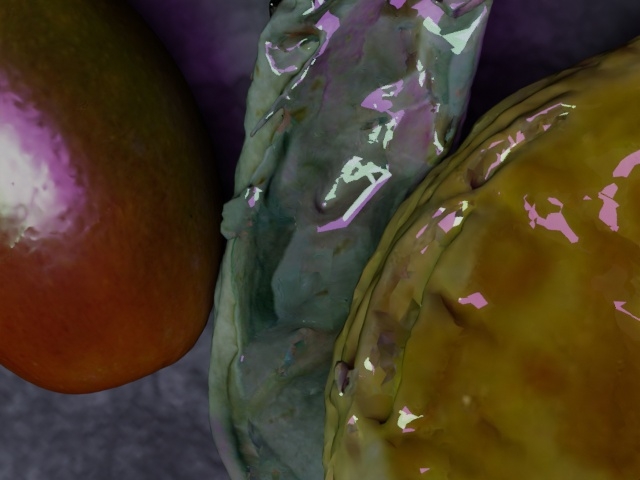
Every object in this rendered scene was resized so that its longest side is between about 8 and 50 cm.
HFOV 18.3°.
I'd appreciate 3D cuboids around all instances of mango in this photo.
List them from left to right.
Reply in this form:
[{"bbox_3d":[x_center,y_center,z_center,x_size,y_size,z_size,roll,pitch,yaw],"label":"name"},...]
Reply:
[{"bbox_3d":[-0.142,-0.066,0.843,0.146,0.129,0.289,-33,95,16],"label":"mango"}]

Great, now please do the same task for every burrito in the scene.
[{"bbox_3d":[0.003,-0.001,0.831,0.096,0.066,0.309,1,125,-10],"label":"burrito"}]

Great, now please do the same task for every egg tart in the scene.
[{"bbox_3d":[0.183,0.081,0.707,0.388,0.388,0.169,-32,146,14],"label":"egg tart"}]
